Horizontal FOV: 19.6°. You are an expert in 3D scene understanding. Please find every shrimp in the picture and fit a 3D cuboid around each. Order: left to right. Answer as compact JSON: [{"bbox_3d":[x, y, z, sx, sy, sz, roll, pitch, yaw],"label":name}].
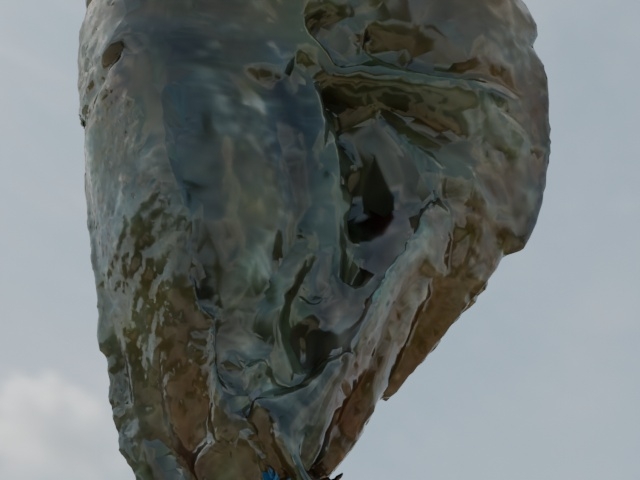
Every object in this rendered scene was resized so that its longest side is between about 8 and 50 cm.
[{"bbox_3d":[0.000,0.000,0.823,0.221,0.445,0.110,2,-29,-6],"label":"shrimp"}]
